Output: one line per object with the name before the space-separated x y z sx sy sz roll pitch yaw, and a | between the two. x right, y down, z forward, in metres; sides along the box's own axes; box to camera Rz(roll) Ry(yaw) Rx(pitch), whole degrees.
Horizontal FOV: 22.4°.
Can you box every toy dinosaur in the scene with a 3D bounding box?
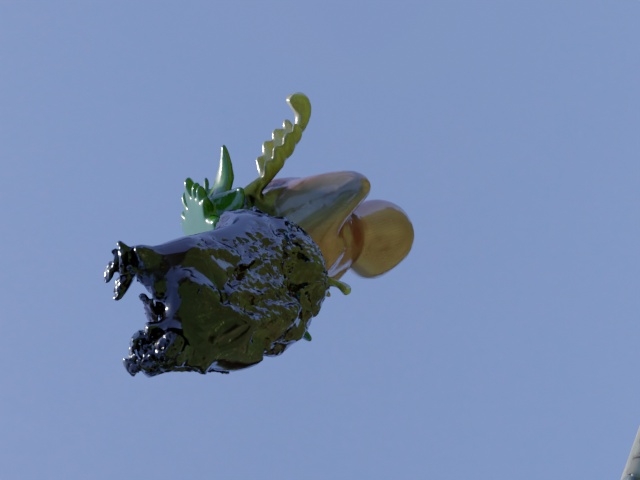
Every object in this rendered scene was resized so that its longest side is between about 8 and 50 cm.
toy dinosaur | 0.003 0.005 1.192 0.177 0.152 0.194 -19 -32 -17

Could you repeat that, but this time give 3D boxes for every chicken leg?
chicken leg | -0.052 0.026 0.946 0.063 0.105 0.234 -49 -10 24

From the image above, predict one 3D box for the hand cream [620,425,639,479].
hand cream | 0.294 0.172 1.373 0.039 0.061 0.143 87 -152 -44
